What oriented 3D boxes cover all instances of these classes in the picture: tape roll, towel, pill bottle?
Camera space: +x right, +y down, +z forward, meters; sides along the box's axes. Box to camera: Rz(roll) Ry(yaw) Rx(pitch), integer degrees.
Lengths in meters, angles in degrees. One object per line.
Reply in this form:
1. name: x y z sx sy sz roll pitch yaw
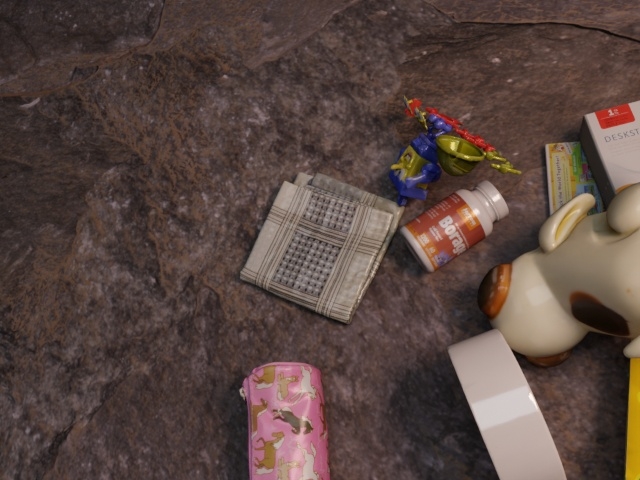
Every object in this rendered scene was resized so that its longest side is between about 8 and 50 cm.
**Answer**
1. tape roll: 0.320 0.303 0.993 0.100 0.286 0.286 -22 63 7
2. towel: 0.000 0.000 1.353 0.312 0.056 0.324 20 75 24
3. pill bottle: 0.291 -0.034 1.235 0.216 0.121 0.121 -34 62 2

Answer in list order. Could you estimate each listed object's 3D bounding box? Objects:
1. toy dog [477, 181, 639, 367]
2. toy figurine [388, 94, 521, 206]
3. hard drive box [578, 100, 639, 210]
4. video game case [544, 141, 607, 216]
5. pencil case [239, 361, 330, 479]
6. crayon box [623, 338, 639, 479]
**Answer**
1. toy dog: 0.494 0.089 1.011 0.408 0.284 0.396 -32 27 48
2. toy figurine: 0.251 -0.151 1.264 0.217 0.191 0.363 -62 23 23
3. hard drive box: 0.658 -0.162 1.160 0.181 0.089 0.232 -14 65 11
4. video game case: 0.599 -0.113 1.224 0.206 0.026 0.227 -2 68 17
5. pencil case: -0.068 0.444 1.131 0.167 0.160 0.386 -15 65 21
6. crayon box: 0.654 0.346 0.890 0.313 0.106 0.363 4 52 27
